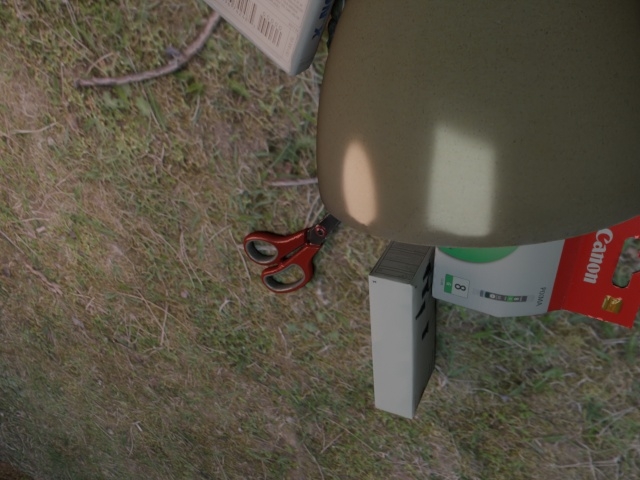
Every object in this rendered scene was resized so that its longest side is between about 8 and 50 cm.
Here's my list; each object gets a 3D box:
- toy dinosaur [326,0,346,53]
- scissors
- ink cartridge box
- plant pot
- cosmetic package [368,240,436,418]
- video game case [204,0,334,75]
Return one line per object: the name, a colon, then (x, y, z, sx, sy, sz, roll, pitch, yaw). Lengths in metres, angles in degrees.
toy dinosaur: (0.034, -0.234, 0.620, 0.268, 0.064, 0.118, -15, 110, 44)
scissors: (0.000, 0.000, 0.859, 0.297, 0.021, 0.109, -24, 106, 42)
ink cartridge box: (0.239, 0.015, 0.687, 0.224, 0.056, 0.181, 17, 132, 24)
plant pot: (0.123, -0.145, 0.480, 0.284, 0.284, 0.191, 6, 120, 30)
cosmetic package: (0.111, 0.114, 0.817, 0.060, 0.099, 0.239, 14, 131, 25)
video game case: (-0.094, -0.358, 0.556, 0.329, 0.036, 0.300, 43, 145, 11)
